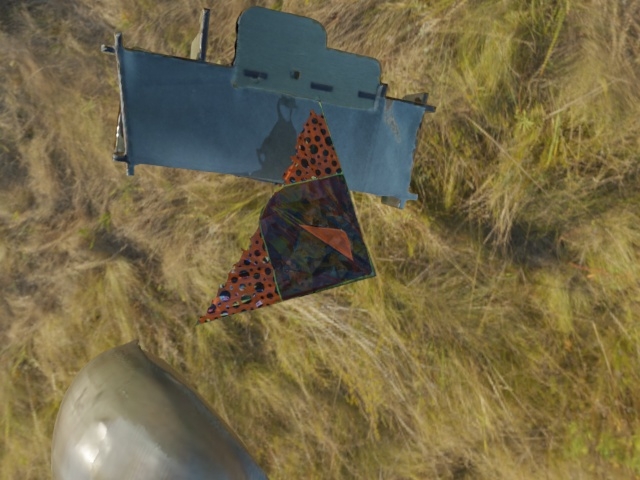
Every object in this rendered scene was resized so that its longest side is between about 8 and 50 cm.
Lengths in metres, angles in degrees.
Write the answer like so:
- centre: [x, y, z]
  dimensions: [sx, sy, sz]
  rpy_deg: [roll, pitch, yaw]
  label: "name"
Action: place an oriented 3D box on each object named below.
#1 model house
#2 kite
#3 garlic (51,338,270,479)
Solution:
- centre: [-0.070, -0.143, 0.629]
  dimensions: [0.325, 0.244, 0.169]
  rpy_deg: [5, 96, -18]
  label: "model house"
- centre: [0.000, 0.000, 0.467]
  dimensions: [0.125, 0.222, 0.008]
  rpy_deg: [32, 161, -18]
  label: "kite"
- centre: [-0.104, 0.196, 0.438]
  dimensions: [0.292, 0.237, 0.210]
  rpy_deg: [27, 95, 31]
  label: "garlic"
